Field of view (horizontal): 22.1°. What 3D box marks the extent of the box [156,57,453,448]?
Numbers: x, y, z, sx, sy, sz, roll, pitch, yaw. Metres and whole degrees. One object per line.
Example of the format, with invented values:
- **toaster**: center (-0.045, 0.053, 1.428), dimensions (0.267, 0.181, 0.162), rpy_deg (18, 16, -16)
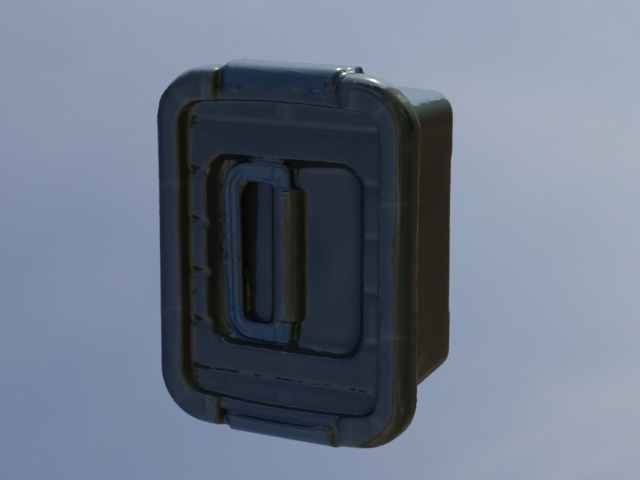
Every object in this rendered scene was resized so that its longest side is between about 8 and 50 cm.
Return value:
- **box**: center (0.000, 0.000, 0.441), dimensions (0.054, 0.074, 0.099), rpy_deg (-24, -62, -62)
